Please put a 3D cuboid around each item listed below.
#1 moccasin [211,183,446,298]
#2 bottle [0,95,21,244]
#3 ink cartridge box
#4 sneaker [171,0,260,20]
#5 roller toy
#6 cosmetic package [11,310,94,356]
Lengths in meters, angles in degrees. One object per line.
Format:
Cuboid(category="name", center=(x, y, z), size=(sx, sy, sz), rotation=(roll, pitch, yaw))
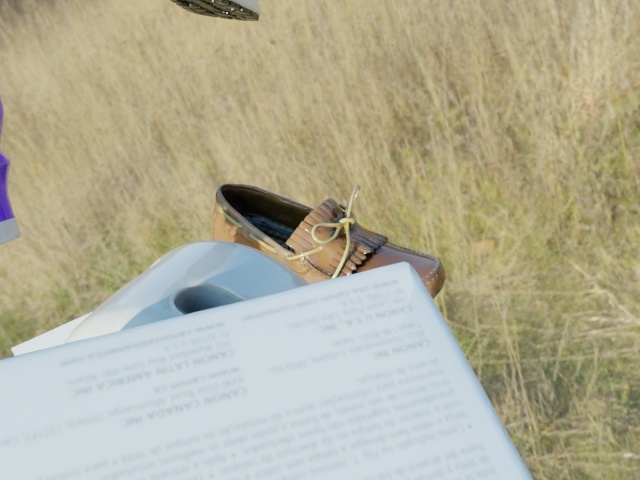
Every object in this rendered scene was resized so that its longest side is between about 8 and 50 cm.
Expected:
Cuboid(category="moccasin", center=(0.002, -0.001, 1.103), size=(0.380, 0.147, 0.139), rotation=(23, 40, 34))
Cuboid(category="bottle", center=(-0.356, -0.125, 0.702), size=(0.092, 0.283, 0.118), rotation=(-8, 13, 47))
Cuboid(category="ink cartridge box", center=(-0.034, 0.203, 0.287), size=(0.308, 0.091, 0.385), rotation=(-12, 52, -15))
Cuboid(category="sneaker", center=(-0.124, -0.295, 0.719), size=(0.107, 0.124, 0.283), rotation=(10, 7, 7))
Cuboid(category="roller toy", center=(-0.090, 0.110, 0.564), size=(0.209, 0.191, 0.146), rotation=(-5, 24, 27))
Cuboid(category="cosmetic package", center=(-0.411, 0.169, 1.354), size=(0.239, 0.060, 0.099), rotation=(-25, -10, -19))
